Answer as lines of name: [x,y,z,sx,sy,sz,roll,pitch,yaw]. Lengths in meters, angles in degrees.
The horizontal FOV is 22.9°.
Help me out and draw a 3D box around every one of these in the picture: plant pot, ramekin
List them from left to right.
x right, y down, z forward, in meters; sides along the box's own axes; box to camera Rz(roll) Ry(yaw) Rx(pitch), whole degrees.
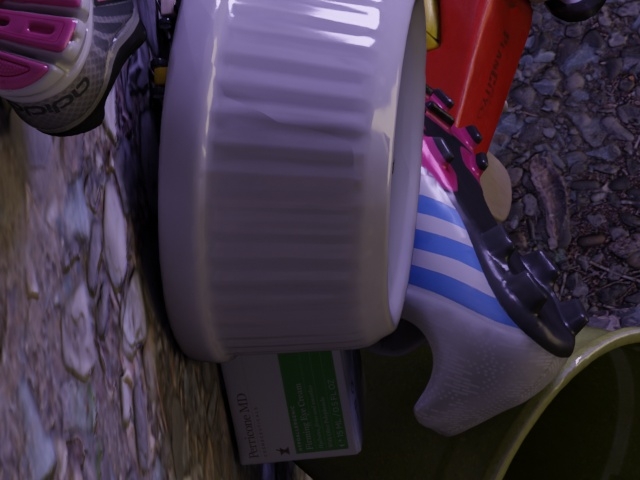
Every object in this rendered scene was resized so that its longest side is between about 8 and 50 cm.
ramekin: [-0.007,-0.054,0.975,0.273,0.127,0.272,5,90,-83]
plant pot: [0.111,0.150,1.242,0.276,0.254,0.276,-24,126,-37]

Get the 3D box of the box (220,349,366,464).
box: [-0.019,0.087,1.108,0.102,0.087,0.101,-80,162,-65]

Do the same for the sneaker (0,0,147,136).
sneaker: [-0.106,-0.115,0.669,0.075,0.063,0.170,73,18,-58]

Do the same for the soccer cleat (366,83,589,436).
soccer cleat: [0.063,-0.006,1.134,0.116,0.143,0.331,31,24,-41]

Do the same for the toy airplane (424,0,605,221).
toy airplane: [0.068,-0.126,1.427,0.384,0.272,0.386,-40,135,-45]

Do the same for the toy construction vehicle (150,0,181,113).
toy construction vehicle: [-0.079,-0.108,0.993,0.098,0.035,0.085,69,17,-66]
